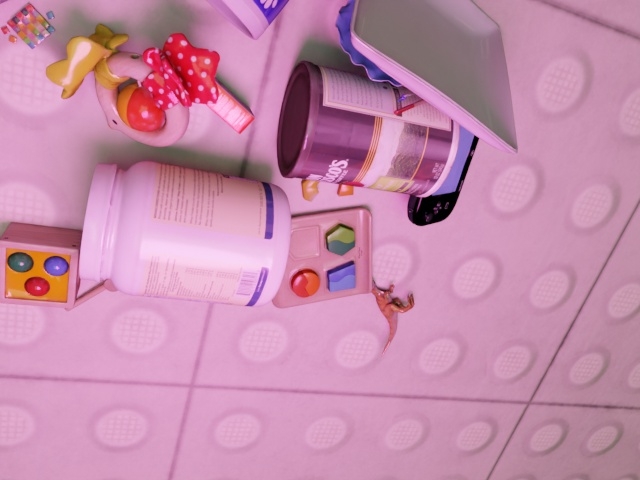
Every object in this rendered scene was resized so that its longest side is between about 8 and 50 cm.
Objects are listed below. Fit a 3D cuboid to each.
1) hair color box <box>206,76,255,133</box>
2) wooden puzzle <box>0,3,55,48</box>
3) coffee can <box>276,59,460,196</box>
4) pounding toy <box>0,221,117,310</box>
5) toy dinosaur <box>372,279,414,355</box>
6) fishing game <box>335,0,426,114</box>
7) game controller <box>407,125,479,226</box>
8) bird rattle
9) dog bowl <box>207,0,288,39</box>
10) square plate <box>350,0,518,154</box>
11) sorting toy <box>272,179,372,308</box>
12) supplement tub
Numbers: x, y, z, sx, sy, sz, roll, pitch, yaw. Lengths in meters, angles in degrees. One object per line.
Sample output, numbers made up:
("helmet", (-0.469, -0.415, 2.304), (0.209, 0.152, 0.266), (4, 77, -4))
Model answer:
("hair color box", (-0.184, -0.255, 0.912), (0.043, 0.072, 0.141), (-45, 118, 9))
("wooden puzzle", (-0.461, -0.339, 0.827), (0.083, 0.006, 0.049), (-38, 120, 4))
("coffee can", (0.079, -0.195, 0.944), (0.276, 0.201, 0.201), (6, 114, -19))
("pounding toy", (-0.483, 0.078, 0.981), (0.206, 0.094, 0.181), (8, 113, -19))
("toy dinosaur", (0.168, 0.167, 1.242), (0.112, 0.064, 0.211), (-16, 112, 19))
("fishing game", (0.114, -0.343, 0.876), (0.189, 0.041, 0.264), (-28, 85, -33))
("game controller", (0.267, -0.181, 1.060), (0.167, 0.067, 0.319), (-7, 121, -39))
("bird rattle", (-0.281, -0.245, 0.841), (0.254, 0.143, 0.206), (12, 141, 3))
("dog bowl", (-0.158, -0.415, 0.728), (0.265, 0.265, 0.104), (38, 99, -28))
("square plate", (0.186, -0.338, 0.865), (0.344, 0.347, 0.049), (25, 142, -25))
("sorting toy", (0.000, 0.000, 1.103), (0.229, 0.041, 0.307), (-7, 115, -10))
("supplement tub", (-0.236, -0.011, 0.925), (0.325, 0.235, 0.235), (9, 113, -20))
